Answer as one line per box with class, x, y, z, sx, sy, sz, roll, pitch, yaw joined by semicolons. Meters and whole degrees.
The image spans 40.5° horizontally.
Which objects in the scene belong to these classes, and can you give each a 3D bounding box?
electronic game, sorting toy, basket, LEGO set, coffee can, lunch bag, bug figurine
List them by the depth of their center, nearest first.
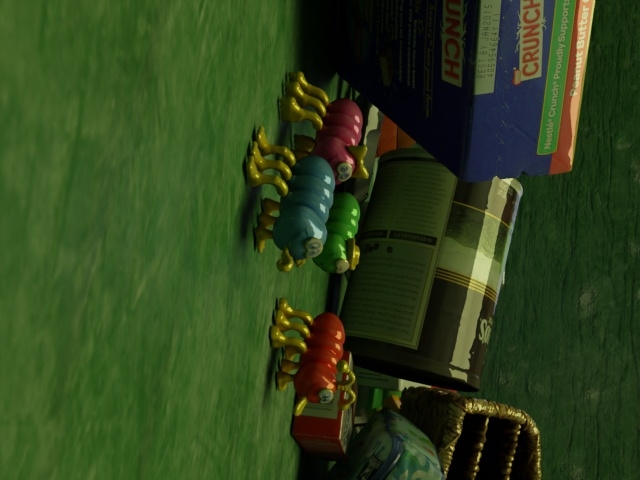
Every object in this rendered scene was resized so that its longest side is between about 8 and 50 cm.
bug figurine;0.000;0.000;0.693;0.279;0.072;0.216;85;12;-50
lunch bag;0.060;0.300;1.025;0.176;0.090;0.219;-55;-179;4
electronic game;0.057;-0.150;1.116;0.229;0.048;0.229;11;90;-87
coffee can;0.140;0.042;1.149;0.201;0.202;0.275;66;38;-75
basket;0.204;0.366;1.177;0.223;0.213;0.299;157;-51;-76
LEGO set;0.138;0.305;1.394;0.227;0.087;0.093;12;51;-51
sorting toy;0.145;-0.217;1.464;0.365;0.126;0.127;-64;157;-68

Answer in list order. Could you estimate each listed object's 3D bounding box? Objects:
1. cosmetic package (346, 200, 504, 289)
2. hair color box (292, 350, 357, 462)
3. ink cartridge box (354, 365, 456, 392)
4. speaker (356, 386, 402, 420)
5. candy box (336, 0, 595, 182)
cosmetic package;0.160;0.011;1.303;0.085;0.231;0.117;67;29;-75
hair color box;0.009;0.185;0.952;0.167;0.053;0.093;80;16;-68
ink cartridge box;0.148;0.114;1.460;0.197;0.114;0.272;15;79;-52
speaker;0.106;0.344;1.527;0.296;0.131;0.131;-75;168;-53
candy box;0.120;-0.239;0.811;0.317;0.122;0.268;-123;-151;-56
